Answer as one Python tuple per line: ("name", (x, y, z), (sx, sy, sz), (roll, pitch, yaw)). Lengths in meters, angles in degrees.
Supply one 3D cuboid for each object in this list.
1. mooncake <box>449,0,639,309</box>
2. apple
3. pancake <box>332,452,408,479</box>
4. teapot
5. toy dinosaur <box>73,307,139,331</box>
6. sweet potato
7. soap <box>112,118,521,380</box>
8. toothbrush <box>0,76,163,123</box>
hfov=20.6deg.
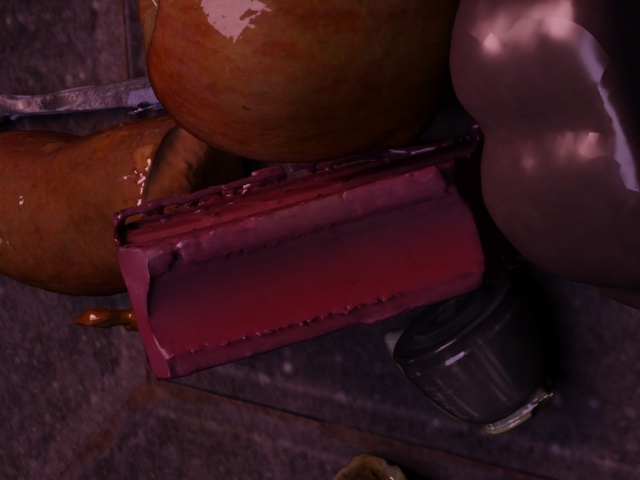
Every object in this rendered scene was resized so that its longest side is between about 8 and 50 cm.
("mooncake", (0.181, -0.078, 0.910), (0.133, 0.245, 0.245), (-5, 102, 47))
("apple", (-0.014, -0.150, 1.055), (0.211, 0.188, 0.211), (175, 90, -77))
("pancake", (0.042, 0.207, 1.235), (0.129, 0.022, 0.116), (-17, 86, 57))
("teapot", (0.103, 0.076, 1.132), (0.092, 0.124, 0.091), (-37, 102, -1))
("toy dinosaur", (-0.084, 0.052, 1.228), (0.162, 0.126, 0.039), (-12, 76, 56))
("sweet potato", (-0.203, -0.020, 1.305), (0.336, 0.131, 0.131), (-3, 103, 39))
("soap", (0.000, 0.000, 1.096), (0.250, 0.162, 0.099), (-16, 97, -3))
("toothbrush", (-0.208, -0.102, 1.337), (0.413, 0.035, 0.042), (-2, 99, 39))
